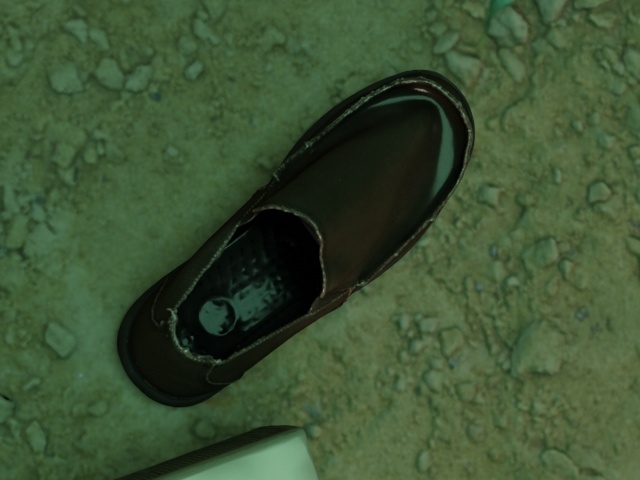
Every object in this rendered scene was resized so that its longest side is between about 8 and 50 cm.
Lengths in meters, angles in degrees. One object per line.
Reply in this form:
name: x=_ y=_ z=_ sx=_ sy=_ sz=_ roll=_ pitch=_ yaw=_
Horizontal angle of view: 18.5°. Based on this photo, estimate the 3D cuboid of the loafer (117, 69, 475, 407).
loafer: x=0.000 y=0.000 z=1.584 sx=0.134 sy=0.130 sz=0.366 roll=46 pitch=75 yaw=-7

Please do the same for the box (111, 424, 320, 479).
box: x=-0.152 y=0.249 z=1.513 sx=0.311 sy=0.148 sz=0.121 roll=-19 pitch=90 yaw=-15
